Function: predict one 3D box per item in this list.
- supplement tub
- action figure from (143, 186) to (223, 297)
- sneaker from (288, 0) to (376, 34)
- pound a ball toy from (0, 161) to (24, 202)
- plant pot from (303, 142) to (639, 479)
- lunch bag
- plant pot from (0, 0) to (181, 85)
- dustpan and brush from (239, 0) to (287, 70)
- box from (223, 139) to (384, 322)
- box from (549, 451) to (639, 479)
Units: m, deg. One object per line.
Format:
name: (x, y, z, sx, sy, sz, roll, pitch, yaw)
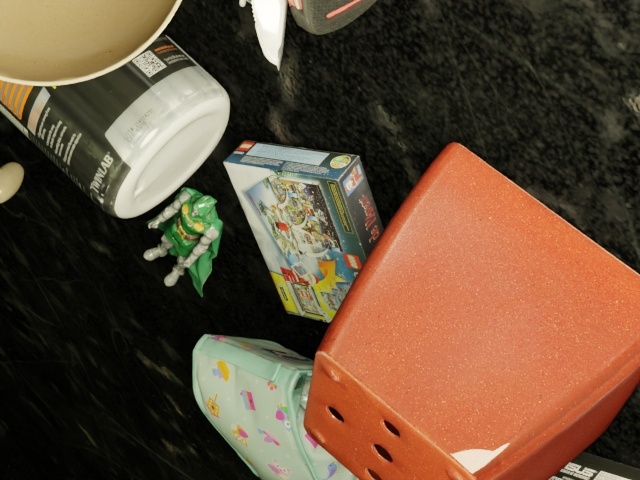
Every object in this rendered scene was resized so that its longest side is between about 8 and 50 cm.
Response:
supplement tub: (-0.271, -0.192, 1.320, 0.316, 0.193, 0.193, 44, 153, 9)
action figure: (-0.183, -0.009, 1.589, 0.137, 0.063, 0.232, 49, 150, 5)
sneaker: (-0.005, -0.308, 0.899, 0.136, 0.116, 0.313, 46, 154, 37)
pound a ball toy: (-0.644, -0.199, 1.973, 0.208, 0.135, 0.319, -19, 112, 34)
plant pot: (0.130, 0.122, 1.101, 0.267, 0.236, 0.267, 39, 152, 18)
lunch bag: (-0.041, 0.234, 1.594, 0.223, 0.160, 0.262, 16, 145, 48)
plant pot: (-0.258, -0.308, 1.117, 0.284, 0.284, 0.191, 59, -172, -21)
dustpan and brush: (-0.052, -0.270, 1.001, 0.060, 0.147, 0.211, 5, 121, -2)
box: (0.000, 0.000, 1.315, 0.159, 0.044, 0.233, 11, 136, 35)
box: (0.297, 0.309, 1.279, 0.180, 0.077, 0.147, 9, 134, 52)
